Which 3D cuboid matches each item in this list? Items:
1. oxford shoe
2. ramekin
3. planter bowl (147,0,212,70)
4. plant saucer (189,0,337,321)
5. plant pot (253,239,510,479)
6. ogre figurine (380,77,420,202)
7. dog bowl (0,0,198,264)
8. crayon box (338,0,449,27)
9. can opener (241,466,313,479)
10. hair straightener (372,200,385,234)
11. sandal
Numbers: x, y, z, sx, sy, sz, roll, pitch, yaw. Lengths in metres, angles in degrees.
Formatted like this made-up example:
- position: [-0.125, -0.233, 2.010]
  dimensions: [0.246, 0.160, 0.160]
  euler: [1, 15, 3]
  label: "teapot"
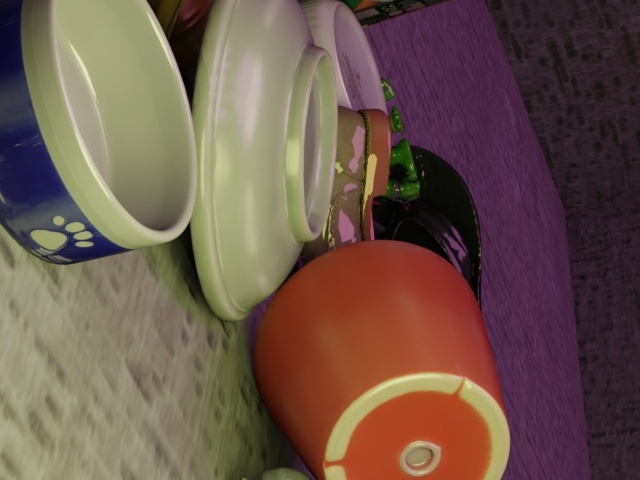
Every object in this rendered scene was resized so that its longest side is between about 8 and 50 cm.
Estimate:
- position: [0.000, 0.000, 1.802]
  dimensions: [0.123, 0.130, 0.348]
  euler: [177, -80, -71]
  label: "oxford shoe"
- position: [-0.001, -0.207, 1.944]
  dimensions: [0.273, 0.127, 0.273]
  euler: [-15, 90, -73]
  label: "ramekin"
- position: [-0.135, -0.304, 1.590]
  dimensions: [0.090, 0.217, 0.217]
  euler: [38, 14, 10]
  label: "planter bowl"
- position: [-0.047, -0.107, 1.564]
  dimensions: [0.400, 0.100, 0.401]
  euler: [4, 90, -79]
  label: "plant saucer"
- position: [0.076, 0.171, 1.527]
  dimensions: [0.243, 0.274, 0.275]
  euler: [-116, -178, -64]
  label: "plant pot"
- position: [0.073, -0.136, 2.118]
  dimensions: [0.197, 0.118, 0.097]
  euler: [66, 12, -50]
  label: "ogre figurine"
- position: [-0.211, -0.115, 1.251]
  dimensions: [0.265, 0.104, 0.265]
  euler: [-15, 90, -73]
  label: "dog bowl"
- position: [0.146, -0.535, 2.275]
  dimensions: [0.106, 0.362, 0.313]
  euler: [14, 62, -70]
  label: "crayon box"
- position: [-0.020, 0.315, 1.535]
  dimensions: [0.280, 0.093, 0.074]
  euler: [53, 27, -61]
  label: "can opener"
- position: [0.043, -0.028, 2.067]
  dimensions: [0.230, 0.047, 0.089]
  euler: [22, 55, -69]
  label: "hair straightener"
- position: [0.176, 0.060, 2.206]
  dimensions: [0.107, 0.167, 0.446]
  euler: [18, 60, -75]
  label: "sandal"
